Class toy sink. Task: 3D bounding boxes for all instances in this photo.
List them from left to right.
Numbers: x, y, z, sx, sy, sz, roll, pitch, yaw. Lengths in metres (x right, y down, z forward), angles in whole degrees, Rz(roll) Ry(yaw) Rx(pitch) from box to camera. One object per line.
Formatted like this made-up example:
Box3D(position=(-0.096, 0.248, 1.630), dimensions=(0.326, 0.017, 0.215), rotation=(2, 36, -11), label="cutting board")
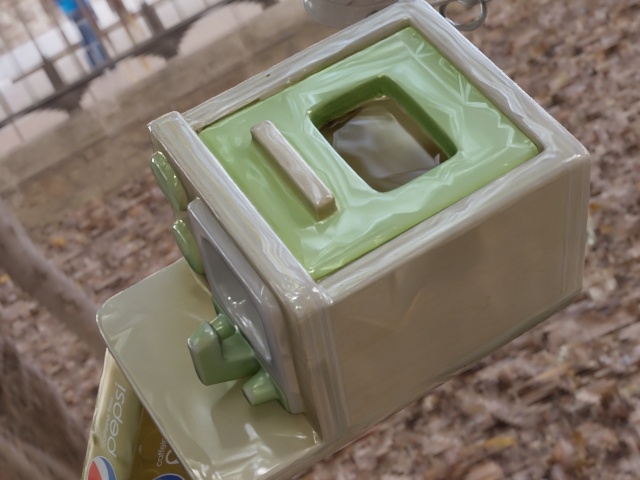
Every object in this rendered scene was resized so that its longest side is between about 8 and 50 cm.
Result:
Box3D(position=(0.000, 0.000, 0.681), dimensions=(0.234, 0.131, 0.153), rotation=(-29, 54, -14), label="toy sink")

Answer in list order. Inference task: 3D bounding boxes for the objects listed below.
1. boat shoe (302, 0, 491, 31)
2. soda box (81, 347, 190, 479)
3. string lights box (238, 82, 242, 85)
Box3D(position=(0.130, -0.248, 1.081), dimensions=(0.367, 0.136, 0.156), rotation=(-29, -23, -35), label="boat shoe")
Box3D(position=(-0.120, 0.141, 0.907), dimensions=(0.061, 0.181, 0.058), rotation=(-1, 20, -40), label="soda box")
Box3D(position=(-0.050, -0.009, 1.249), dimensions=(0.259, 0.133, 0.077), rotation=(104, -166, -46), label="string lights box")
